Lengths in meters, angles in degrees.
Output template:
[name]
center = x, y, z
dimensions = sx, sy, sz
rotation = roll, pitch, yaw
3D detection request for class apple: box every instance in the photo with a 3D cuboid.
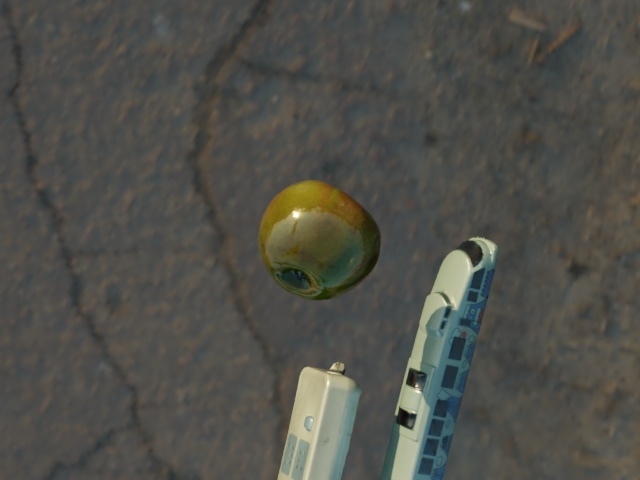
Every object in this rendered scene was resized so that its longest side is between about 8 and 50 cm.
[apple]
center = 0.000, 0.000, 1.370
dimensions = 0.089, 0.074, 0.089
rotation = 22, 150, 13

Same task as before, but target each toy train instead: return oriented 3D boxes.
[toy train]
center = 0.093, 0.096, 1.477
dimensions = 0.047, 0.043, 0.207
rotation = 14, 93, -33

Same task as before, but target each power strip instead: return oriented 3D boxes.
[power strip]
center = -0.009, 0.189, 1.486
dimensions = 0.035, 0.081, 0.192
rotation = 12, 89, -14
